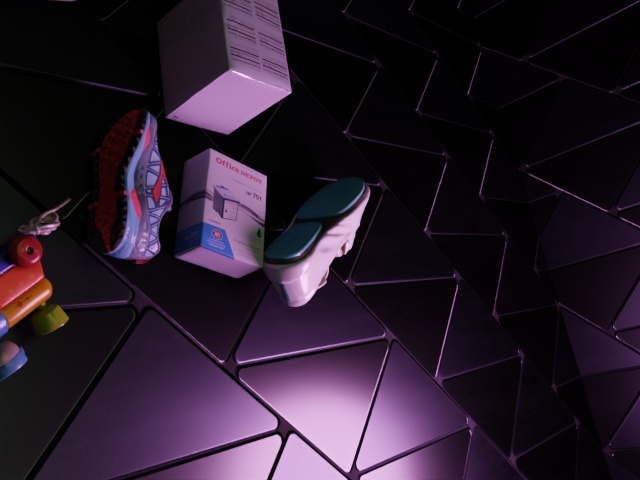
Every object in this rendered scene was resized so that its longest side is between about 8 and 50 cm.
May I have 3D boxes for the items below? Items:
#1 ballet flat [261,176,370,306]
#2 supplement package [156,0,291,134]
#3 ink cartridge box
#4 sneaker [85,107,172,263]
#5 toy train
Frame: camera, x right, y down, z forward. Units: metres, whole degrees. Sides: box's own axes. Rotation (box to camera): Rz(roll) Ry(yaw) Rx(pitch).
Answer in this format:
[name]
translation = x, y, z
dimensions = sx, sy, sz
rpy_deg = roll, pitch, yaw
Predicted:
[ballet flat]
translation = 0.000, 0.000, 1.276
dimensions = 0.139, 0.139, 0.400
rpy_deg = 57, 34, -12
[supplement package]
translation = -0.181, -0.338, 1.164
dimensions = 0.149, 0.194, 0.203
rpy_deg = 8, 68, -46
[ink cartridge box]
translation = -0.174, -0.046, 1.128
dimensions = 0.140, 0.082, 0.190
rpy_deg = 23, 58, -41
[sneaker]
translation = -0.297, -0.085, 1.016
dimensions = 0.125, 0.104, 0.261
rpy_deg = 38, 50, -55
[toy train]
translation = -0.382, 0.061, 0.837
dimensions = 0.248, 0.105, 0.143
rpy_deg = -49, 121, -48
